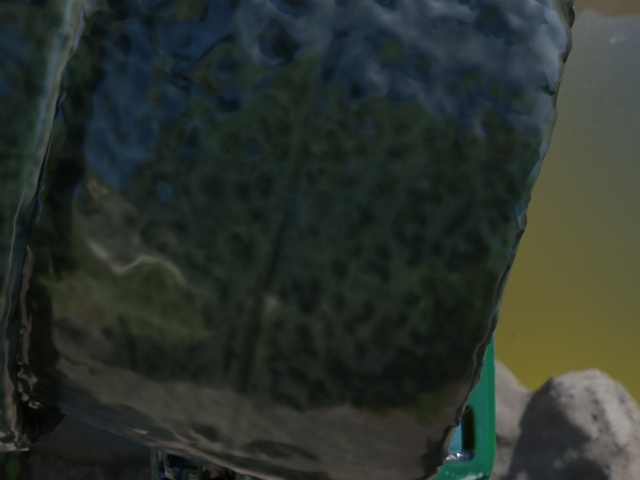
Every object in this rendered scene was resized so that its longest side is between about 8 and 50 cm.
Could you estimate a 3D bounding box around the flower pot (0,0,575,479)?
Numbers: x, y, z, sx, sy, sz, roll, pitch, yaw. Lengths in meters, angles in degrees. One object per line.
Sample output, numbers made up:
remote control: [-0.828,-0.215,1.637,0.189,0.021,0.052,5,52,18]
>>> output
flower pot: [-0.069,-0.039,0.513,0.283,0.299,0.299,15,52,-1]

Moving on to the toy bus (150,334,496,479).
toy bus: [0.000,0.000,0.752,0.199,0.183,0.343,1,86,-24]
